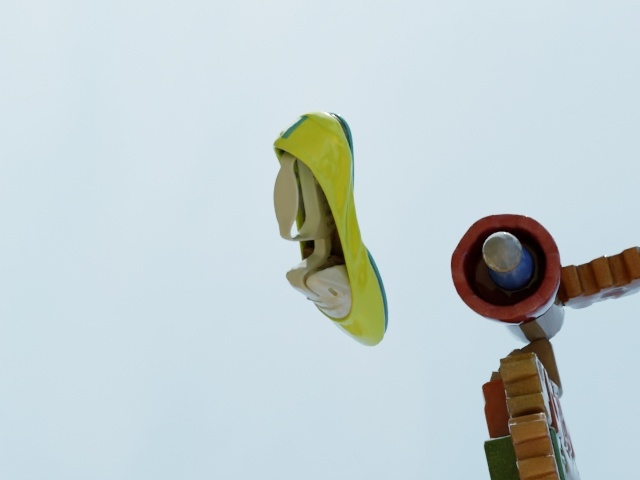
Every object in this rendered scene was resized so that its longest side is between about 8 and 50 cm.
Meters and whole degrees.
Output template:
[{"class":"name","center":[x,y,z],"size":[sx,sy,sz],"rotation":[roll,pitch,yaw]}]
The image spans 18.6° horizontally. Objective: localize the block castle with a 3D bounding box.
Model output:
[{"class":"block castle","center":[0.281,0.172,1.451],"size":[0.303,0.213,0.453],"rotation":[-15,-109,10]}]

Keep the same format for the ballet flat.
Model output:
[{"class":"ballet flat","center":[0.000,0.000,1.697],"size":[0.077,0.077,0.231],"rotation":[14,-56,43]}]
